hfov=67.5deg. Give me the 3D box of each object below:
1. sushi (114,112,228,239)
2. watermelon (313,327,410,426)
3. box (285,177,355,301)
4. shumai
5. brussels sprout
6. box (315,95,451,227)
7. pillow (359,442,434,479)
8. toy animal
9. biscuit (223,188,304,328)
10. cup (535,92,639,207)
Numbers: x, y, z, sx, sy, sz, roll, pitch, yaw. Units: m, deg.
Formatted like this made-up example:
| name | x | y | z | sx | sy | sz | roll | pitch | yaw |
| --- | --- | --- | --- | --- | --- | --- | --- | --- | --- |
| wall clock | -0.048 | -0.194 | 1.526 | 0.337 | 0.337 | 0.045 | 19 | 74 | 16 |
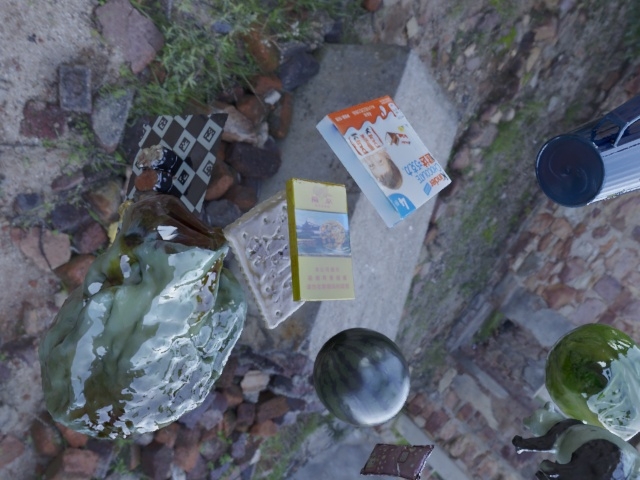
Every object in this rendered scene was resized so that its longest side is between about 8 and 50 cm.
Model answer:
| name | x | y | z | sx | sy | sz | roll | pitch | yaw |
| --- | --- | --- | --- | --- | --- | --- | --- | --- | --- |
| sushi | -0.322 | -0.122 | 0.937 | 0.050 | 0.264 | 0.289 | 20 | 83 | -54 |
| watermelon | 0.090 | 0.294 | 1.039 | 0.212 | 0.212 | 0.212 | -32 | 146 | -25 |
| box | 0.000 | 0.000 | 0.615 | 0.087 | 0.155 | 0.023 | 2 | 168 | -32 |
| shumai | -0.219 | 0.083 | 0.541 | 0.271 | 0.222 | 0.203 | -56 | 163 | -21 |
| brussels sprout | 0.671 | 0.345 | 1.156 | 0.220 | 0.271 | 0.210 | -26 | 165 | -12 |
| box | 0.151 | -0.187 | 1.063 | 0.048 | 0.264 | 0.273 | -37 | 179 | 42 |
| pillow | 0.200 | 0.576 | 1.247 | 0.185 | 0.043 | 0.118 | -17 | -162 | 40 |
| toy animal | 0.379 | 0.320 | 0.719 | 0.121 | 0.093 | 0.225 | -38 | -178 | -6 |
| biscuit | -0.106 | 0.051 | 1.210 | 0.217 | 0.044 | 0.324 | -37 | 126 | -30 |
| cup | 0.416 | -0.133 | 0.694 | 0.155 | 0.131 | 0.176 | -20 | 144 | -25 |
